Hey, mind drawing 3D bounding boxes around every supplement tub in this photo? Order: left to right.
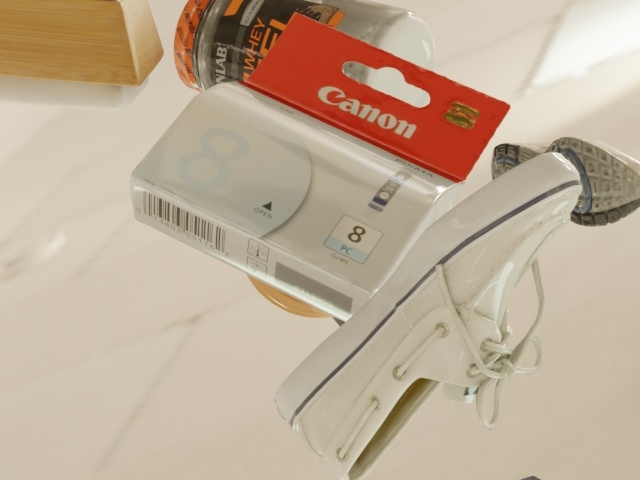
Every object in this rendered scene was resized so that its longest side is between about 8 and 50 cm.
[{"bbox_3d":[-0.026,-0.254,2.440,0.338,0.207,0.207,17,-140,29],"label":"supplement tub"}]

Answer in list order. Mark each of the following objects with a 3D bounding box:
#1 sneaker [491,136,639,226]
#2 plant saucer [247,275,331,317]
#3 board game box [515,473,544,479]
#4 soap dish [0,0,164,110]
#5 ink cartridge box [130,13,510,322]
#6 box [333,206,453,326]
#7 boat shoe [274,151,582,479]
[{"bbox_3d":[0.331,-0.086,2.162,0.129,0.111,0.297,-9,-168,-24],"label":"sneaker"},{"bbox_3d":[0.000,0.000,2.111,0.200,0.200,0.037,-29,-168,0],"label":"plant saucer"},{"bbox_3d":[0.269,0.374,2.041,0.193,0.053,0.305,-14,-159,-28],"label":"board game box"},{"bbox_3d":[-0.319,-0.218,1.831,0.291,0.118,0.229,5,-166,1],"label":"soap dish"},{"bbox_3d":[0.011,-0.113,1.997,0.308,0.091,0.385,25,-124,15],"label":"ink cartridge box"},{"bbox_3d":[0.124,0.061,2.441,0.231,0.183,0.056,-41,174,20],"label":"box"},{"bbox_3d":[0.118,0.091,1.506,0.367,0.156,0.136,-45,158,23],"label":"boat shoe"}]
